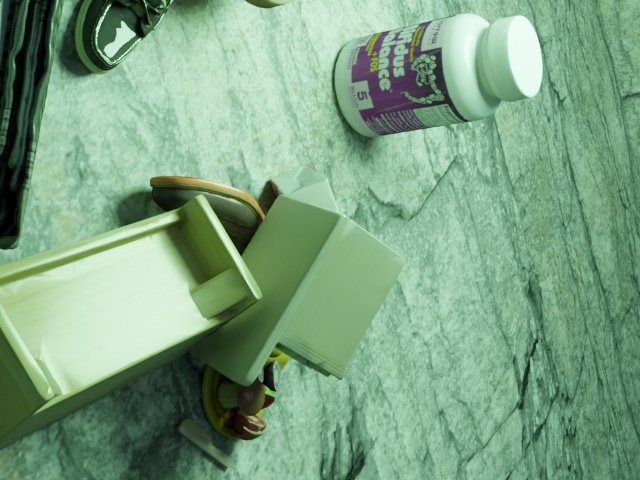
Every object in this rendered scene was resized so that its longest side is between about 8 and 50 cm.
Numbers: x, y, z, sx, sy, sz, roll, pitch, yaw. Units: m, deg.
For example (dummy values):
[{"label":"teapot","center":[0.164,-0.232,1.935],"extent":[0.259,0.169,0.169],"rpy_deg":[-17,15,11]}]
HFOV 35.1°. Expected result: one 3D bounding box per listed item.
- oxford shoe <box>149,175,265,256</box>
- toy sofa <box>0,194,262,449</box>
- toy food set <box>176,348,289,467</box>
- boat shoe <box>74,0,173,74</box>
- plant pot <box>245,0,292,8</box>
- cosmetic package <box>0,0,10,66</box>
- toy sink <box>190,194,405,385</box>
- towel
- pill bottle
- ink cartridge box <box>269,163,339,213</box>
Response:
[{"label":"oxford shoe","center":[-0.123,-0.005,1.308],"extent":[0.271,0.097,0.098],"rpy_deg":[32,65,-49]},{"label":"toy sofa","center":[-0.249,0.085,1.093],"extent":[0.362,0.177,0.150],"rpy_deg":[-24,80,-54]},{"label":"toy food set","center":[-0.089,0.193,1.344],"extent":[0.128,0.071,0.218],"rpy_deg":[55,44,-35]},{"label":"boat shoe","center":[-0.221,-0.293,1.224],"extent":[0.080,0.073,0.223],"rpy_deg":[52,44,-35]},{"label":"plant pot","center":[-0.121,-0.418,1.346],"extent":[0.237,0.110,0.237],"rpy_deg":[24,61,-56]},{"label":"cosmetic package","center":[-0.341,-0.213,0.582],"extent":[0.453,0.161,0.230],"rpy_deg":[56,38,-81]},{"label":"toy sink","center":[-0.028,0.083,1.262],"extent":[0.131,0.153,0.234],"rpy_deg":[35,81,-33]},{"label":"towel","center":[-0.278,-0.146,0.933],"extent":[0.056,0.324,0.312],"rpy_deg":[11,86,-17]},{"label":"pill bottle","center":[0.187,-0.265,1.604],"extent":[0.169,0.301,0.169],"rpy_deg":[12,75,-54]},{"label":"ink cartridge box","center":[0.000,0.000,1.453],"extent":[0.067,0.115,0.198],"rpy_deg":[-23,111,-8]}]
